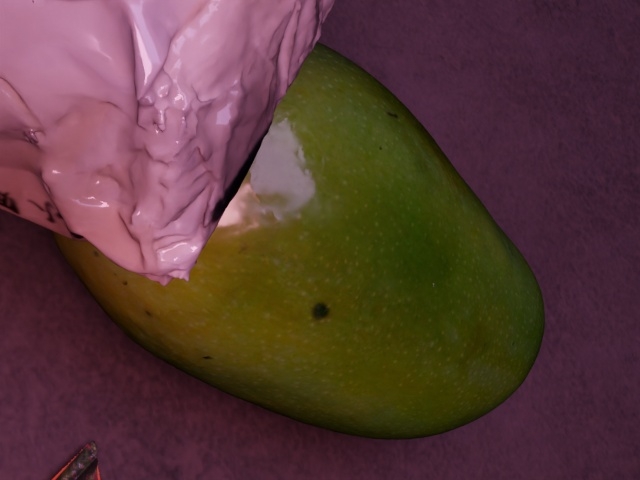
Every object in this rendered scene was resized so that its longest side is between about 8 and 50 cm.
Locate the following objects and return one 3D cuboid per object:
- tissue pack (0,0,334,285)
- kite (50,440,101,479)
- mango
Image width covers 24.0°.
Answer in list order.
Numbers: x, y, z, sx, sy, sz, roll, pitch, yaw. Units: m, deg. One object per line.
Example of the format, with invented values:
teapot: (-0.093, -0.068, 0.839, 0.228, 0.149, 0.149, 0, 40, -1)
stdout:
tissue pack: (-0.155, -0.194, 0.773, 0.375, 0.195, 0.390, 24, 61, 14)
kite: (-0.146, 0.230, 0.833, 0.183, 0.014, 0.241, 8, 65, -45)
mango: (0.000, 0.000, 0.948, 0.382, 0.201, 0.225, 25, 45, -34)
